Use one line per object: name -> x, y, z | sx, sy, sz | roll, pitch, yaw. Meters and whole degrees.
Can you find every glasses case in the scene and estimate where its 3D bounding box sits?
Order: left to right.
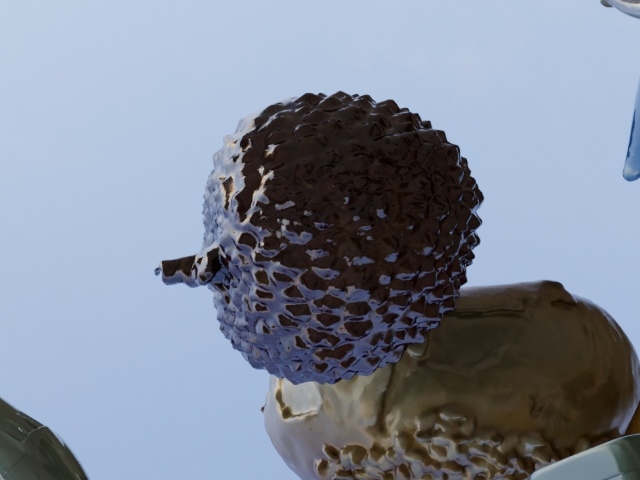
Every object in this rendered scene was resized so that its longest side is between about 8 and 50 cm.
glasses case -> 0.210, 0.134, 0.955 | 0.184, 0.078, 0.039 | -1, -112, -42

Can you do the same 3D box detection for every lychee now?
lychee -> 0.000, 0.000, 1.462 | 0.300, 0.264, 0.264 | -16, -135, -4

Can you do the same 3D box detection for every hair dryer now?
hair dryer -> -0.362, 0.230, 1.664 | 0.229, 0.267, 0.092 | 58, -143, 1

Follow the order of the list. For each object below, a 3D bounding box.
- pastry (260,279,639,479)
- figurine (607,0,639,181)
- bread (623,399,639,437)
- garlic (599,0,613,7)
pastry -> 0.145, 0.188, 1.744 | 0.410, 0.409, 0.245 | 1, -106, -21
figurine -> 0.267, -0.208, 0.997 | 0.298, 0.243, 0.416 | -30, -103, -14
bread -> 0.447, 0.173, 1.515 | 0.340, 0.178, 0.194 | 5, -170, 44
garlic -> 0.310, -0.337, 1.330 | 0.286, 0.313, 0.249 | 6, -171, 10
